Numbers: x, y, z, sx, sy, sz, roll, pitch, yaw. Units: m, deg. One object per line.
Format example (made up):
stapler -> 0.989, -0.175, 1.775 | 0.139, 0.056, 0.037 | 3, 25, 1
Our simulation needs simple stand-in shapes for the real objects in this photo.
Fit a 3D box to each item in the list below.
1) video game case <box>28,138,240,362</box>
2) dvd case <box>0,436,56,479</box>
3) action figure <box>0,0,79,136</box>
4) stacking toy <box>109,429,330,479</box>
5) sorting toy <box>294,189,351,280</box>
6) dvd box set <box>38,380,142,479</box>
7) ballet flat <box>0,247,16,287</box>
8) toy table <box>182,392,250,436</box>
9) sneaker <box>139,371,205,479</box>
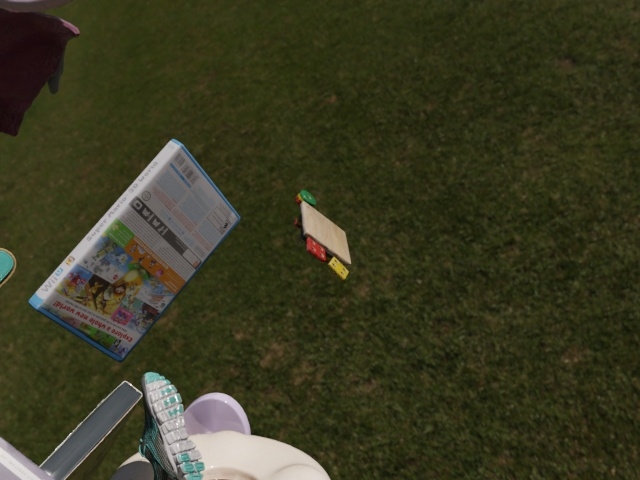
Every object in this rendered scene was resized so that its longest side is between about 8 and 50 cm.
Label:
video game case -> -0.145, 0.013, 0.600 | 0.015, 0.119, 0.166 | 30, 75, 31
dvd case -> -0.383, 0.313, 0.749 | 0.221, 0.164, 0.018 | -53, 5, -40
action figure -> -0.347, -0.155, 0.469 | 0.370, 0.248, 0.275 | -7, 8, -35
stacking toy -> -0.165, 0.578, 1.136 | 0.350, 0.480, 0.350 | 4, 8, -1
sorting toy -> 0.000, 0.000, 1.604 | 0.046, 0.132, 0.274 | -44, 27, 21
dvd box set -> -0.587, 0.544, 1.690 | 0.420, 0.062, 0.307 | -55, -3, 38
ballet flat -> -0.604, 0.108, 1.214 | 0.073, 0.080, 0.232 | -19, 26, 50
toy table -> -0.259, 0.478, 1.533 | 0.252, 0.274, 0.161 | 8, 19, 9
sneaker -> -0.224, 0.266, 0.998 | 0.076, 0.065, 0.166 | -29, 71, 18
